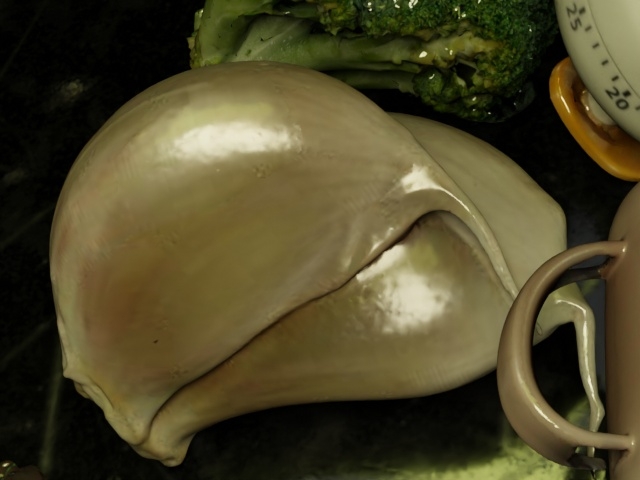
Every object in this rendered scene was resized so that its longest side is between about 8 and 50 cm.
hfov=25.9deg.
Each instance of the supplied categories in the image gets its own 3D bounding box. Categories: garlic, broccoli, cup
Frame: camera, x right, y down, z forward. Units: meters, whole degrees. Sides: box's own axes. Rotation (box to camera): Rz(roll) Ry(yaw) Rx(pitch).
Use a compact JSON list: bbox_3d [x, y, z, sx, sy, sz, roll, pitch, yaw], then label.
[{"bbox_3d":[0.000,0.000,0.866,0.340,0.231,0.245,-1,58,22],"label":"garlic"},{"bbox_3d":[0.019,-0.211,0.973,0.283,0.321,0.303,-39,40,29],"label":"broccoli"},{"bbox_3d":[0.222,0.060,0.774,0.253,0.191,0.200,5,57,-6],"label":"cup"}]

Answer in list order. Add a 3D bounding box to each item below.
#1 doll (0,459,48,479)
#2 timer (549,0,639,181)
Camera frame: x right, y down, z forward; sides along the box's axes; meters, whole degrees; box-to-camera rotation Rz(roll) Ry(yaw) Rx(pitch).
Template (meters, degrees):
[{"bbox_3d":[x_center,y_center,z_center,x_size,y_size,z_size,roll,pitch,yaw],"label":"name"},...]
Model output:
[{"bbox_3d":[-0.210,0.223,0.901,0.139,0.057,0.165,8,59,24],"label":"doll"},{"bbox_3d":[0.273,-0.162,0.873,0.234,0.240,0.233,7,73,-25],"label":"timer"}]
